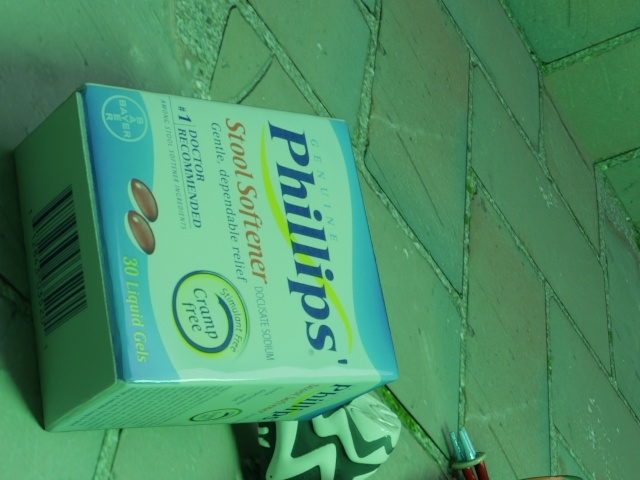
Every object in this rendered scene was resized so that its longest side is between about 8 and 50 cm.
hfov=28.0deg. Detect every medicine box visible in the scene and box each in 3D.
[{"bbox_3d":[-0.103,0.021,1.147,0.289,0.149,0.264,3,67,-37],"label":"medicine box"}]

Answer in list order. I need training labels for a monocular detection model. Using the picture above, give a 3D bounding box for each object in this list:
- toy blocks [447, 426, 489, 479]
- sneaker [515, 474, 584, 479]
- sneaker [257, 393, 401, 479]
[{"bbox_3d":[0.201,0.337,1.748,0.123,0.054,0.148,-23,92,-63],"label":"toy blocks"},{"bbox_3d":[0.234,0.384,1.646,0.270,0.090,0.145,-2,74,-31],"label":"sneaker"},{"bbox_3d":[-0.049,0.188,1.319,0.235,0.153,0.094,32,12,4],"label":"sneaker"}]
